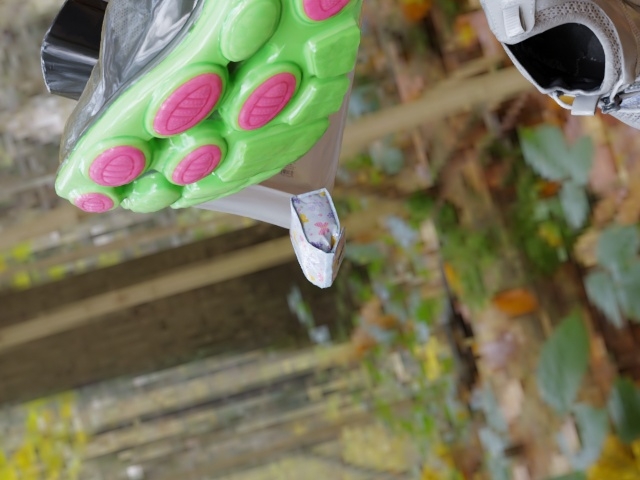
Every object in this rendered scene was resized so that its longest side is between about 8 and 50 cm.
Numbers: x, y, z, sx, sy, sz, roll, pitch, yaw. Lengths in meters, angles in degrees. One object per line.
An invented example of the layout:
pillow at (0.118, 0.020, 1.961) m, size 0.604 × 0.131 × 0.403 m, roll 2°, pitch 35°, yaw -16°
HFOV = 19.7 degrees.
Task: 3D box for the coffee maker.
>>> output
coffee maker at (-0.202, -0.181, 1.939) m, size 0.171 × 0.178 × 0.120 m, roll -57°, pitch -19°, yaw -53°

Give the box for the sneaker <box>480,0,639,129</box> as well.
sneaker at (0.185, -0.127, 1.296) m, size 0.281 × 0.105 × 0.115 m, roll 28°, pitch -128°, yaw -44°

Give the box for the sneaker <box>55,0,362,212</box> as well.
sneaker at (-0.066, -0.205, 1.289) m, size 0.483 × 0.185 × 0.202 m, roll -59°, pitch 41°, yaw 37°

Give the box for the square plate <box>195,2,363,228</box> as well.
square plate at (-0.045, -0.192, 2.371) m, size 0.347 × 0.049 × 0.344 m, roll 13°, pitch -94°, yaw -60°

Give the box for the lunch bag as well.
lunch bag at (0.000, 0.000, 1.936) m, size 0.071 × 0.053 × 0.083 m, roll 91°, pitch 164°, yaw -56°
